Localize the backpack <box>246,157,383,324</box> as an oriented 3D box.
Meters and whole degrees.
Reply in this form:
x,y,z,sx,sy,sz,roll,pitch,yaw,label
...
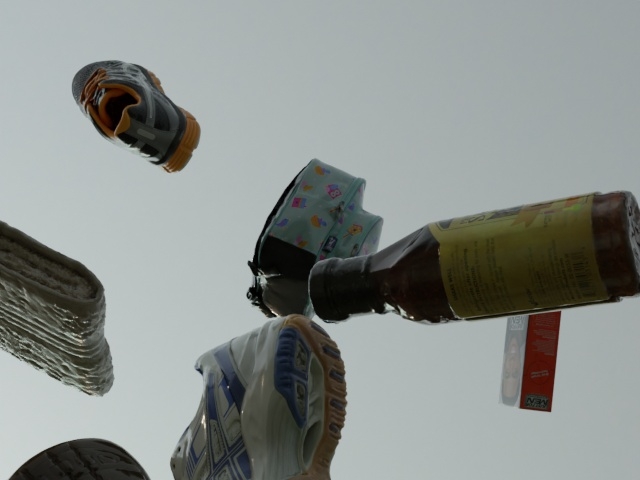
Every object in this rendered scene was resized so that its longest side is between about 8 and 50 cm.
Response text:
x,y,z,sx,sy,sz,roll,pitch,yaw,label
0.000,0.000,1.289,0.144,0.188,0.166,15,-33,6,backpack

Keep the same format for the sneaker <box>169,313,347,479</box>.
x,y,z,sx,sy,sz,roll,pitch,yaw,label
-0.056,0.203,0.800,0.131,0.296,0.112,-18,-45,29,sneaker

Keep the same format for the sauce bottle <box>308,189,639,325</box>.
x,y,z,sx,sy,sz,roll,pitch,yaw,label
0.056,0.010,0.385,0.128,0.042,0.042,-9,-60,27,sauce bottle

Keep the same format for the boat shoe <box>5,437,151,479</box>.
x,y,z,sx,sy,sz,roll,pitch,yaw,label
-0.233,0.252,0.782,0.109,0.302,0.098,45,-64,1,boat shoe

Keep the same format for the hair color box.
x,y,z,sx,sy,sz,roll,pitch,yaw,label
0.254,0.133,1.244,0.043,0.141,0.072,8,-7,-11,hair color box

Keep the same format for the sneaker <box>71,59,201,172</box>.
x,y,z,sx,sy,sz,roll,pitch,yaw,label
-0.205,-0.141,1.049,0.215,0.083,0.084,32,-82,45,sneaker

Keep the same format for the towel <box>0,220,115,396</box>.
x,y,z,sx,sy,sz,roll,pitch,yaw,label
-0.314,0.037,0.950,0.282,0.049,0.187,26,-33,10,towel
